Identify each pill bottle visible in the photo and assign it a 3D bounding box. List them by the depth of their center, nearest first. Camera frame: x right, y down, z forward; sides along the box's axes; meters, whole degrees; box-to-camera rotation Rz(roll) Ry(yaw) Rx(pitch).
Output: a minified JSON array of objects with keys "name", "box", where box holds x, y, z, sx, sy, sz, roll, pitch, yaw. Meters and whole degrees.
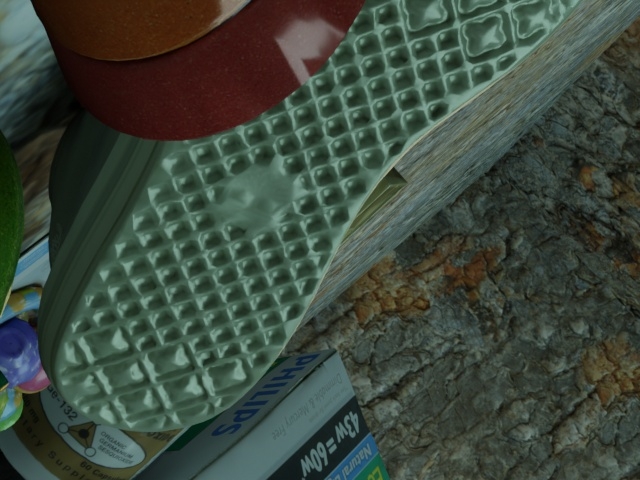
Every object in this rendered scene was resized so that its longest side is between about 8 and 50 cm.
[{"name":"pill bottle","box":[-0.141,0.094,1.068,0.229,0.131,0.131,-43,174,13]}]

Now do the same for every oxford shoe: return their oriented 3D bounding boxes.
[{"name":"oxford shoe","box":[-0.004,-0.100,0.624,0.449,0.169,0.130,-53,-149,27]}]

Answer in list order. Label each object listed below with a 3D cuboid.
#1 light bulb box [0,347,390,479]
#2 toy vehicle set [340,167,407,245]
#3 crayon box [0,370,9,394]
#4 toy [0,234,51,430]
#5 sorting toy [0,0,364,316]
[{"name":"light bulb box","box":[-0.168,0.294,1.275,0.361,0.225,0.358,-14,-166,36]},{"name":"toy vehicle set","box":[0.000,0.000,1.828,0.267,0.035,0.166,-43,175,9]},{"name":"crayon box","box":[-0.292,0.147,0.676,0.278,0.081,0.165,-46,173,35]},{"name":"toy","box":[-0.214,0.088,0.905,0.137,0.056,0.237,-41,175,-22]},{"name":"sorting toy","box":[-0.153,-0.027,0.382,0.365,0.127,0.126,-40,146,8]}]
